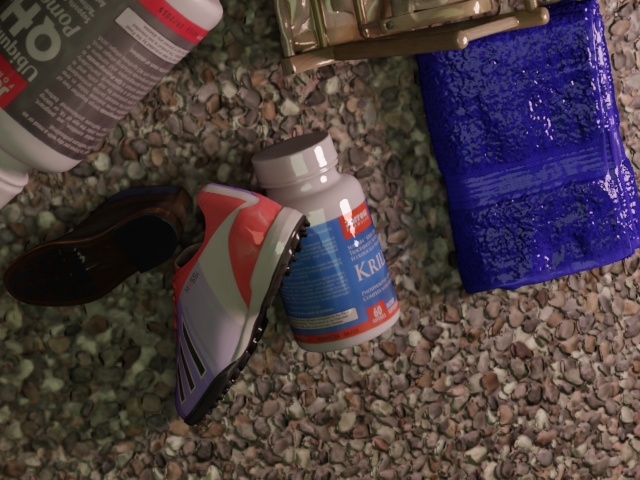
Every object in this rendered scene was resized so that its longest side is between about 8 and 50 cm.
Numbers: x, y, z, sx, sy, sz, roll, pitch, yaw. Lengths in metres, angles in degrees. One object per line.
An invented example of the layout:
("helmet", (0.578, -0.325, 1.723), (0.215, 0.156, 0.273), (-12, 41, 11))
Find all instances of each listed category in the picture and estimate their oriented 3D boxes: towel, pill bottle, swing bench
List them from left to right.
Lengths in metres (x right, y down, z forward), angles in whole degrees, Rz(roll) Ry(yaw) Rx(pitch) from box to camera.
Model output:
("pill bottle", (-0.266, -0.181, 1.629), (0.318, 0.176, 0.176), (-44, 107, 9))
("pill bottle", (0.000, 0.000, 1.762), (0.124, 0.124, 0.221), (-21, 106, -8))
("swing bench", (0.070, -0.319, 1.665), (0.165, 0.254, 0.253), (-22, 104, -46))
("towel", (0.244, -0.103, 1.821), (0.227, 0.076, 0.308), (-16, 104, -10))

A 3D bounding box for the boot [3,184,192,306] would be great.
("boot", (-0.235, 0.005, 1.745), (0.219, 0.106, 0.082), (-18, 111, 20))

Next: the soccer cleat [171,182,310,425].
("soccer cleat", (-0.113, 0.070, 1.724), (0.116, 0.108, 0.318), (28, 130, 3))
